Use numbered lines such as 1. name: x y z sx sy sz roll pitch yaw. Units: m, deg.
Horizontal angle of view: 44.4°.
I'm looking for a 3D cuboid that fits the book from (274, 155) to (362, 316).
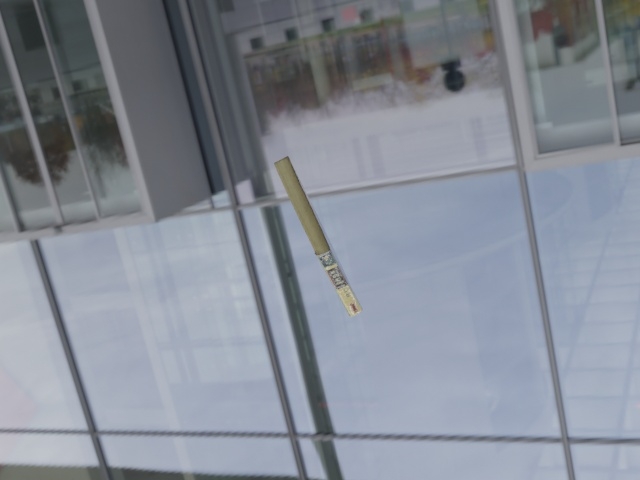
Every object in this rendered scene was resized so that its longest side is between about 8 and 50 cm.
1. book: 0.000 0.000 1.109 0.026 0.161 0.231 -26 152 1
